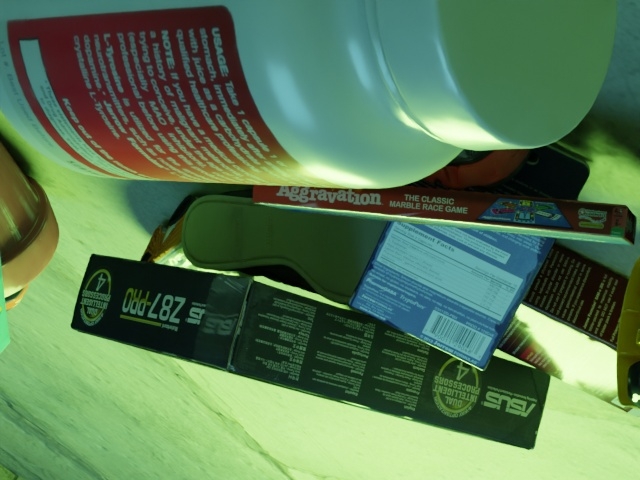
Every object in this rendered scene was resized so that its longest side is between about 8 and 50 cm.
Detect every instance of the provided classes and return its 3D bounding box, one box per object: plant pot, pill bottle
[{"bbox_3d":[-0.430,-0.049,1.699,0.201,0.201,0.180,17,141,26],"label":"plant pot"},{"bbox_3d":[-0.026,-0.149,0.936,0.407,0.229,0.229,5,149,44],"label":"pill bottle"}]

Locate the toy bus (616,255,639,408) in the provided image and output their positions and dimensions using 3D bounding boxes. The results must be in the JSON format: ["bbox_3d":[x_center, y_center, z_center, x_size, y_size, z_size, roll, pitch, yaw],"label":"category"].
[{"bbox_3d":[0.361,0.068,1.103,0.211,0.150,0.220,18,157,-10],"label":"toy bus"}]

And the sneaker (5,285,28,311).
[{"bbox_3d":[-0.560,-0.009,2.022,0.350,0.131,0.148,34,151,-30],"label":"sneaker"}]

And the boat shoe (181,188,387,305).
[{"bbox_3d":[0.000,0.000,1.426,0.335,0.112,0.095,8,-176,44],"label":"boat shoe"}]

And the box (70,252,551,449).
[{"bbox_3d":[-0.010,0.111,1.472,0.394,0.097,0.318,19,171,-36],"label":"box"}]

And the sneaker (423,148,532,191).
[{"bbox_3d":[0.025,-0.113,1.120,0.276,0.098,0.135,7,150,29],"label":"sneaker"}]

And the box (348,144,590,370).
[{"bbox_3d":[0.127,-0.007,1.225,0.136,0.036,0.225,26,123,3],"label":"box"}]

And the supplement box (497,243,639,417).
[{"bbox_3d":[0.220,0.068,1.336,0.239,0.073,0.130,26,157,3],"label":"supplement box"}]

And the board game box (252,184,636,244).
[{"bbox_3d":[0.102,-0.024,1.124,0.281,0.027,0.145,6,178,15],"label":"board game box"}]

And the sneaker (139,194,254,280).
[{"bbox_3d":[-0.146,0.038,1.669,0.121,0.099,0.262,28,160,-13],"label":"sneaker"}]

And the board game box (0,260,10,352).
[{"bbox_3d":[-0.474,-0.018,1.548,0.253,0.079,0.336,22,138,13],"label":"board game box"}]
